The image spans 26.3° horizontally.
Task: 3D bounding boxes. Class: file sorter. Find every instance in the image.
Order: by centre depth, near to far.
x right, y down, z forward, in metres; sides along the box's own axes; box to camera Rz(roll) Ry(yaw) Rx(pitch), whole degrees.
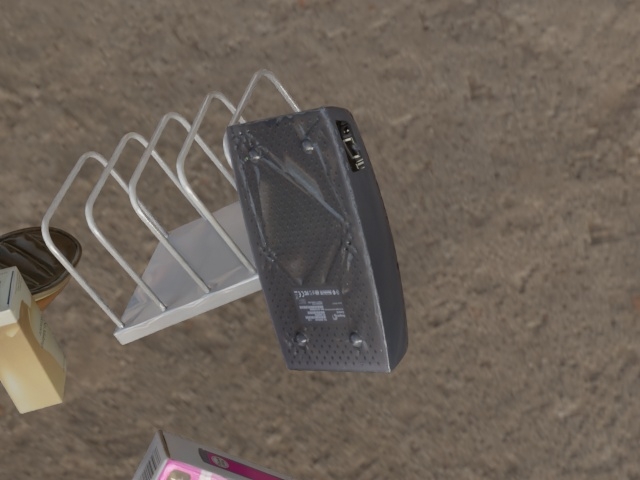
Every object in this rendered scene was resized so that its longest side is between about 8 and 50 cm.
[{"bbox_3d":[-0.139,-0.043,1.528,0.278,0.173,0.193,-22,29,29],"label":"file sorter"}]

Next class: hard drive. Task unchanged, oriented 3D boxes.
[{"bbox_3d":[0.000,0.000,1.318,0.172,0.054,0.254,-5,102,50],"label":"hard drive"}]

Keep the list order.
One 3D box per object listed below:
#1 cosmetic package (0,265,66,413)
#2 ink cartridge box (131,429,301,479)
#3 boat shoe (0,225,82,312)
[{"bbox_3d":[-0.257,0.085,1.161,0.041,0.115,0.060,-15,40,6],"label":"cosmetic package"},{"bbox_3d":[-0.024,0.319,1.278,0.175,0.371,0.069,-62,24,11],"label":"ink cartridge box"},{"bbox_3d":[-0.427,0.089,1.782,0.111,0.104,0.307,32,39,10],"label":"boat shoe"}]
